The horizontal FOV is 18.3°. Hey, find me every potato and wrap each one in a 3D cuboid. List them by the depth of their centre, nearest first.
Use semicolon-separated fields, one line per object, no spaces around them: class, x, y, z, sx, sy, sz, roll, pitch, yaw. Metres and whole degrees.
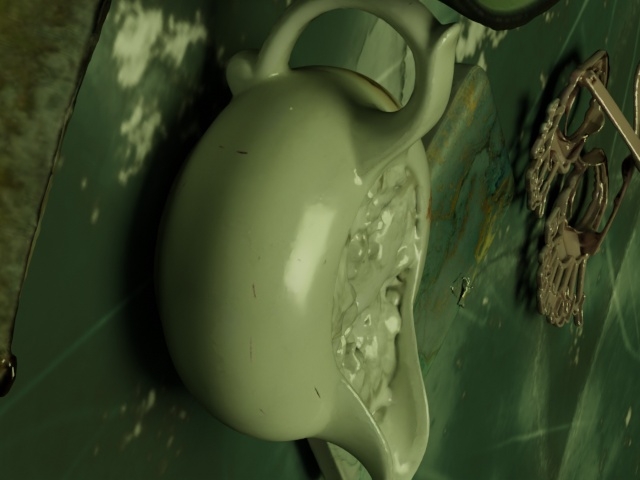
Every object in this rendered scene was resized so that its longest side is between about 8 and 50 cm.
potato;-0.151;-0.053;0.812;0.120;0.100;0.261;-45;-152;54

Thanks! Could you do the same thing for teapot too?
teapot;0.000;0.000;1.071;0.204;0.139;0.298;-41;139;-48

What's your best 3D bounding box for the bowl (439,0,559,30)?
bowl;0.063;-0.295;0.961;0.354;0.185;0.354;-50;153;-36

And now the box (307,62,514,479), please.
box;0.058;0.023;1.325;0.285;0.044;0.142;-61;148;-31

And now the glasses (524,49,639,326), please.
glasses;0.222;-0.031;1.589;0.162;0.095;0.255;-47;142;-33
